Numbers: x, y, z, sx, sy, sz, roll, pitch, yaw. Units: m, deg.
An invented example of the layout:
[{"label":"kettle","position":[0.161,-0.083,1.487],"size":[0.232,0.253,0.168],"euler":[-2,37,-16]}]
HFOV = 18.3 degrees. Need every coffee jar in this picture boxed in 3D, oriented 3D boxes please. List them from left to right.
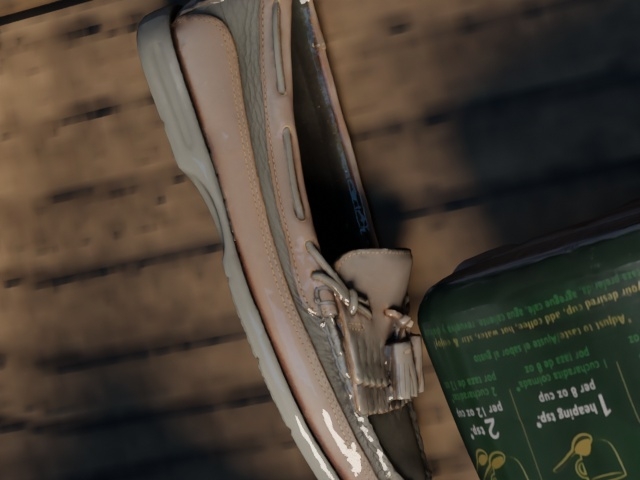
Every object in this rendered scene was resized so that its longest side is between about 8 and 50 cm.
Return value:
[{"label":"coffee jar","position":[0.092,0.079,0.383],"size":[0.096,0.079,0.184],"euler":[-18,90,43]}]

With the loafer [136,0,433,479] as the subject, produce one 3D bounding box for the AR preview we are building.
[{"label":"loafer","position":[0.000,0.000,0.435],"size":[0.039,0.045,0.125],"euler":[-25,85,16]}]
